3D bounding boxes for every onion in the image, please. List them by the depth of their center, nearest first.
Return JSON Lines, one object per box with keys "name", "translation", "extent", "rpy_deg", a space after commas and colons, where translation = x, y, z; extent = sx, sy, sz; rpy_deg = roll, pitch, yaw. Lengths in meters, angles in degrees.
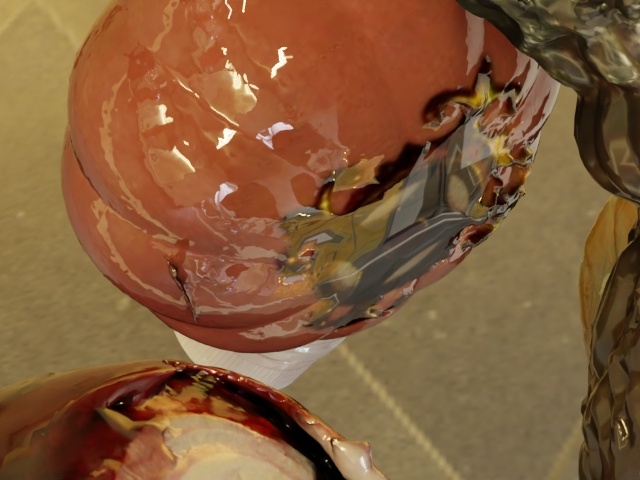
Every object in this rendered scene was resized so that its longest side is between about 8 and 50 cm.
{"name": "onion", "translation": [-0.084, 0.225, 0.943], "extent": [0.341, 0.341, 0.341], "rpy_deg": [10, 73, -37]}

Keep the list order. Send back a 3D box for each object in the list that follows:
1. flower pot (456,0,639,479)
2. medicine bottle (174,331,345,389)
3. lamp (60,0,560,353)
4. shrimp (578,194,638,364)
{"name": "flower pot", "translation": [0.169, -0.010, 0.520], "extent": [0.266, 0.266, 0.267], "rpy_deg": [-36, 102, -39]}
{"name": "medicine bottle", "translation": [0.000, 0.000, 1.395], "extent": [0.133, 0.250, 0.133], "rpy_deg": [19, 49, -23]}
{"name": "lamp", "translation": [-0.007, -0.050, 0.642], "extent": [0.182, 0.182, 0.140], "rpy_deg": [-15, 53, -40]}
{"name": "shrimp", "translation": [0.207, 0.091, 1.059], "extent": [0.063, 0.152, 0.287], "rpy_deg": [7, 52, -31]}
